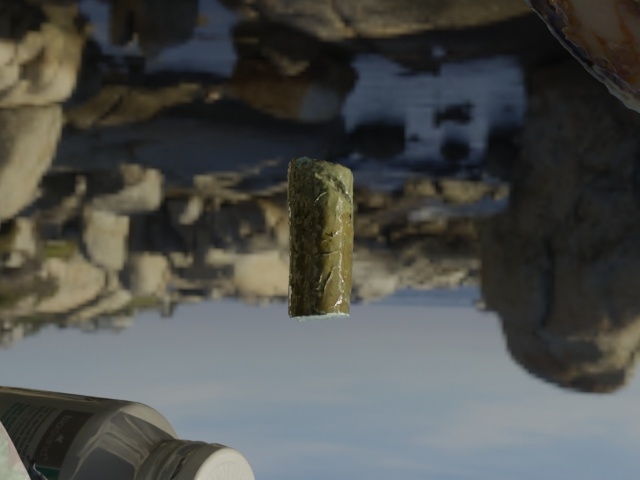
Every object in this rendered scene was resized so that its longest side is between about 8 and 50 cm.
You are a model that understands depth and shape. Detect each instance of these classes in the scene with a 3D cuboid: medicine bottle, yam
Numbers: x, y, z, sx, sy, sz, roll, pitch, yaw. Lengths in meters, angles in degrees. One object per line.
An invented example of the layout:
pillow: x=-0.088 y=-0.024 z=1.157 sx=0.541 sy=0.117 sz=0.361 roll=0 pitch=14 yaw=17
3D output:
medicine bottle: x=-0.157 y=0.173 z=0.950 sx=0.215 sy=0.135 sz=0.135 roll=3 pitch=178 yaw=29
yam: x=0.000 y=0.000 z=1.097 sx=0.054 sy=0.132 sz=0.054 roll=1 pitch=163 yaw=0

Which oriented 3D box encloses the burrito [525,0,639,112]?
burrito: x=0.253 y=-0.156 z=0.736 sx=0.299 sy=0.143 sz=0.105 roll=-26 pitch=175 yaw=-12

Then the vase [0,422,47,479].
vase: x=-0.269 y=0.159 z=0.271 sx=0.445 sy=0.250 sz=0.250 roll=-27 pitch=-164 yaw=-37
